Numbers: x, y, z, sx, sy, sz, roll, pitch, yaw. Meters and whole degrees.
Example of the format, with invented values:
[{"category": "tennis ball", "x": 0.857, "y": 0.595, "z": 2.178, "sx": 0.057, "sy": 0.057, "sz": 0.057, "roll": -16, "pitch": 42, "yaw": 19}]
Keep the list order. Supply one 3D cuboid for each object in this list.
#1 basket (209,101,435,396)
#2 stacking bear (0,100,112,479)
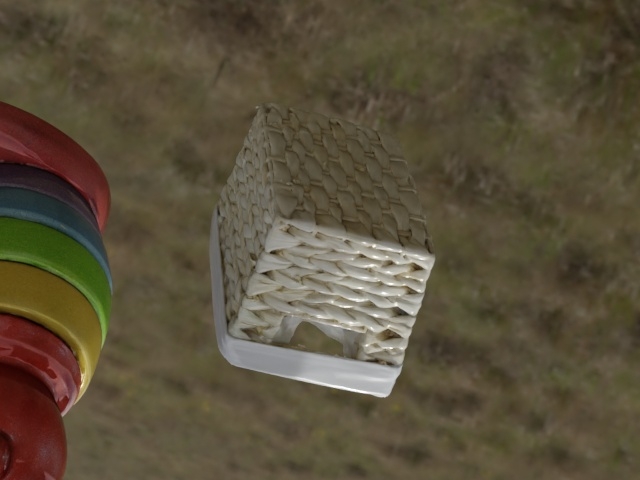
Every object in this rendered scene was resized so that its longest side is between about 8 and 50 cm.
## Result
[{"category": "basket", "x": 0.000, "y": 0.000, "z": 0.869, "sx": 0.113, "sy": 0.103, "sz": 0.167, "roll": 14, "pitch": -150, "yaw": -15}, {"category": "stacking bear", "x": -0.223, "y": 0.064, "z": 0.935, "sx": 0.164, "sy": 0.289, "sz": 0.175, "roll": 12, "pitch": 131, "yaw": -18}]
